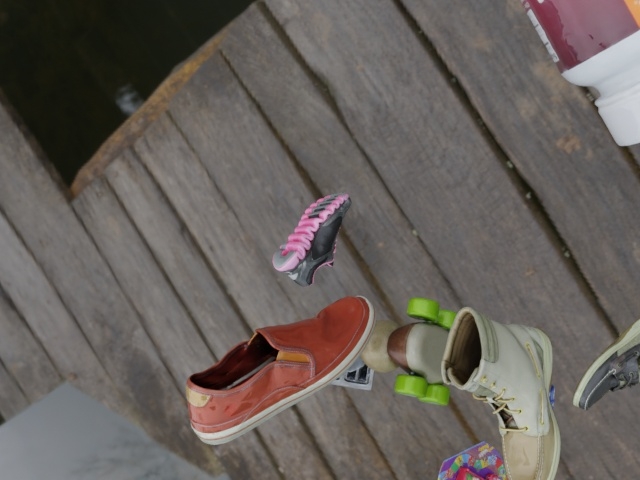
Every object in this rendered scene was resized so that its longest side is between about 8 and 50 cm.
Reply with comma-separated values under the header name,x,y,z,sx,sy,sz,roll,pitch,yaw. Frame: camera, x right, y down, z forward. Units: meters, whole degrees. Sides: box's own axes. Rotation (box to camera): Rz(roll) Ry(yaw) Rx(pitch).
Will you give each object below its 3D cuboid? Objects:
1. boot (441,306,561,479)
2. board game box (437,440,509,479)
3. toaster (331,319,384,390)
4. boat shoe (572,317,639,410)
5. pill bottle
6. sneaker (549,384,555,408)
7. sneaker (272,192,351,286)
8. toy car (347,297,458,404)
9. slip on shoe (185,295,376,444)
name,x,y,z,sx,sy,sz,roll,pitch,yaw
boot,0.219,0.197,0.916,0.077,0.165,0.213,-15,63,44
board game box,0.290,0.449,1.367,0.033,0.168,0.133,-19,87,60
toaster,0.070,0.298,1.973,0.168,0.110,0.186,9,120,4
boat shoe,0.544,0.228,1.345,0.073,0.223,0.080,36,157,35
pill bottle,0.350,-0.327,0.894,0.224,0.224,0.392,-28,94,39
sneaker,0.499,0.396,1.769,0.131,0.111,0.297,117,152,-50
sneaker,0.000,0.000,0.814,0.057,0.119,0.047,48,157,-25
toy car,0.124,0.184,1.272,0.188,0.149,0.155,-1,71,39
slip on shoe,-0.052,0.168,1.099,0.123,0.331,0.101,25,138,53
